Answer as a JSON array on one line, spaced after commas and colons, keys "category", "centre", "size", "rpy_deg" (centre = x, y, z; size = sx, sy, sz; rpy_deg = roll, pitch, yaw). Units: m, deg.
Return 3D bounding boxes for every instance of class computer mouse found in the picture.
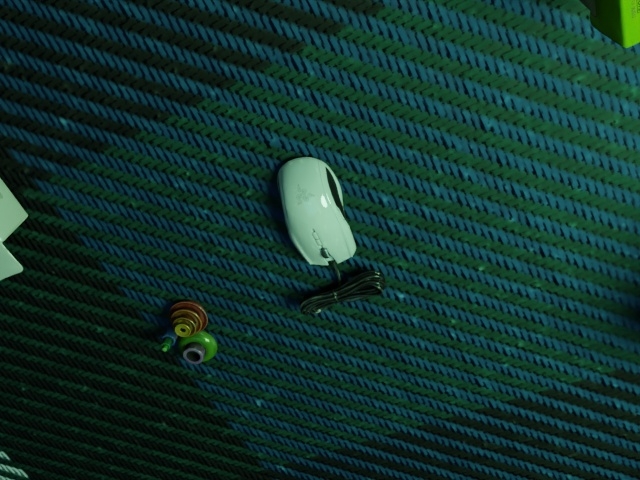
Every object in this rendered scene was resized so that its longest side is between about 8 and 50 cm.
[{"category": "computer mouse", "centre": [0.000, 0.000, 0.832], "size": [0.106, 0.042, 0.193], "rpy_deg": [-12, 120, 17]}]

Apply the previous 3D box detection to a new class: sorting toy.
[{"category": "sorting toy", "centre": [-0.167, 0.122, 0.937], "size": [0.061, 0.042, 0.101], "rpy_deg": [-2, 123, 10]}]

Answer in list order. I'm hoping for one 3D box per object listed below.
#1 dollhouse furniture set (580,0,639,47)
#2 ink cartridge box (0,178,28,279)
[{"category": "dollhouse furniture set", "centre": [0.319, -0.316, 0.568], "size": [0.302, 0.151, 0.197], "rpy_deg": [-27, 137, 4]}, {"category": "ink cartridge box", "centre": [-0.422, -0.042, 0.855], "size": [0.115, 0.067, 0.198], "rpy_deg": [-19, 117, 20]}]
